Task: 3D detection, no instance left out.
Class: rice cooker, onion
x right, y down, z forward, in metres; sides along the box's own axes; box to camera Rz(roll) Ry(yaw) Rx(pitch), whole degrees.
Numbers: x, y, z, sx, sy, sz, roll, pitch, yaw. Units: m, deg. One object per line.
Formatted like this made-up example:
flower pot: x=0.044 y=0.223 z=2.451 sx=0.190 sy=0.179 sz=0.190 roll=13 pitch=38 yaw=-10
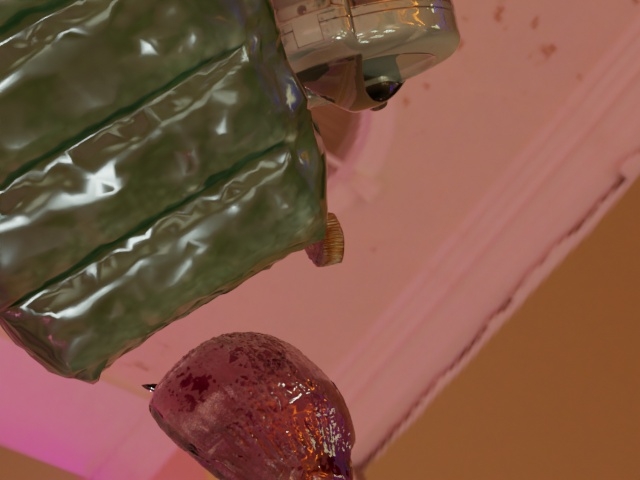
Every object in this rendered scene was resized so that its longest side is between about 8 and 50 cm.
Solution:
rice cooker: x=0.016 y=-0.333 z=1.529 sx=0.335 sy=0.335 sz=0.325 roll=-18 pitch=-97 yaw=49
onion: x=-0.039 y=0.236 z=1.435 sx=0.348 sy=0.267 sz=0.159 roll=39 pitch=-76 yaw=34

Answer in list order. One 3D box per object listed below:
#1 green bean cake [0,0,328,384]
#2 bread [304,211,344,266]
green bean cake: x=-0.141 y=-0.138 z=0.480 sx=0.169 sy=0.308 sz=0.300 roll=-31 pitch=-133 yaw=-5
bread: x=0.000 y=0.000 z=1.700 sx=0.085 sy=0.053 sz=0.085 roll=168 pitch=-90 yaw=-72
